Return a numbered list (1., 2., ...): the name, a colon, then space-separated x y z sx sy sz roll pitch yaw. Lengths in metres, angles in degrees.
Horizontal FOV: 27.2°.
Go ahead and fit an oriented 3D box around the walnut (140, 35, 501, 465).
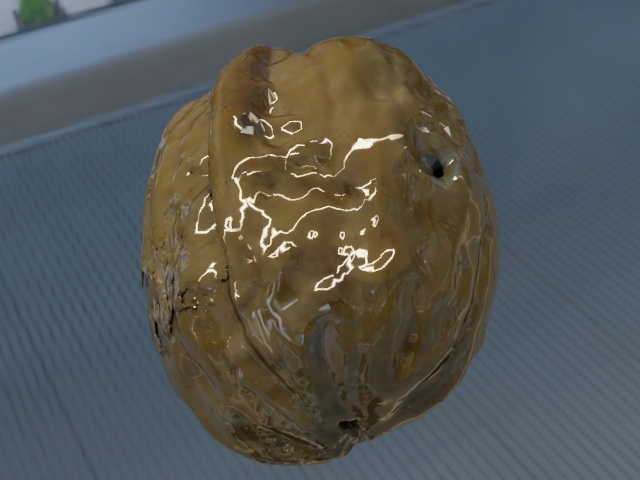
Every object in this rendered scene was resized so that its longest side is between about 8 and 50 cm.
1. walnut: 0.000 0.000 0.713 0.198 0.198 0.245 -9 55 3
